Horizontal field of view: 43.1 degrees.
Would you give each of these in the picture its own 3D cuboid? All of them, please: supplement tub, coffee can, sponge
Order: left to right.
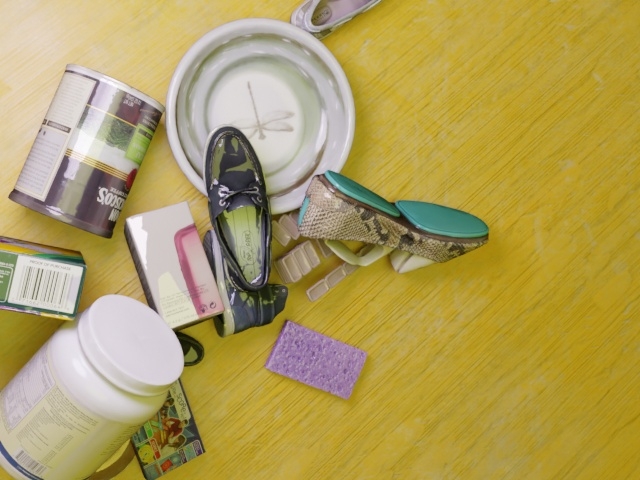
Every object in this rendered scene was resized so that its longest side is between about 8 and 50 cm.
[{"bbox_3d":[-0.424,0.275,1.470,0.235,0.235,0.325,39,112,-17],"label":"supplement tub"},{"bbox_3d":[-0.441,-0.167,1.540,0.202,0.201,0.275,23,87,-19],"label":"coffee can"},{"bbox_3d":[-0.008,0.267,1.808,0.210,0.031,0.117,24,86,-18],"label":"sponge"}]

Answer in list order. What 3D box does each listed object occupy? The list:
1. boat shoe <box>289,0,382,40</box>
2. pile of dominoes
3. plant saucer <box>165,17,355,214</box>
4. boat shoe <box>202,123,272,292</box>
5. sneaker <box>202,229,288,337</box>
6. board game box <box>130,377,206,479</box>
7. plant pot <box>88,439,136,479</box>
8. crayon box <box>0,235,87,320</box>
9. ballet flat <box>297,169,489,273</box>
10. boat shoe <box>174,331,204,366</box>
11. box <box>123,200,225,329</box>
[{"bbox_3d":[0.074,-0.538,1.731,0.320,0.103,0.118,-39,106,-14],"label":"boat shoe"},{"bbox_3d":[0.000,0.000,1.768,0.251,0.040,0.196,-35,104,-36],"label":"pile of dominoes"},{"bbox_3d":[-0.128,-0.254,1.689,0.401,0.100,0.400,-2,96,-19],"label":"plant saucer"},{"bbox_3d":[-0.156,-0.056,1.587,0.127,0.113,0.340,-5,101,-15],"label":"boat shoe"},{"bbox_3d":[-0.159,0.079,1.719,0.163,0.086,0.226,-11,89,-26],"label":"sneaker"},{"bbox_3d":[-0.331,0.382,1.681,0.136,0.035,0.201,-23,109,-27],"label":"board game box"},{"bbox_3d":[-0.482,0.387,1.661,0.236,0.032,0.236,-1,94,-18],"label":"plant pot"},{"bbox_3d":[-0.613,0.040,1.440,0.363,0.313,0.106,13,91,-19],"label":"crayon box"},{"bbox_3d":[0.149,-0.017,1.764,0.483,0.164,0.182,13,117,-35],"label":"ballet flat"},{"bbox_3d":[-0.348,0.219,1.669,0.233,0.079,0.084,18,89,-21],"label":"boat shoe"},{"bbox_3d":[-0.293,0.059,1.608,0.127,0.148,0.232,-18,85,-18],"label":"box"}]
